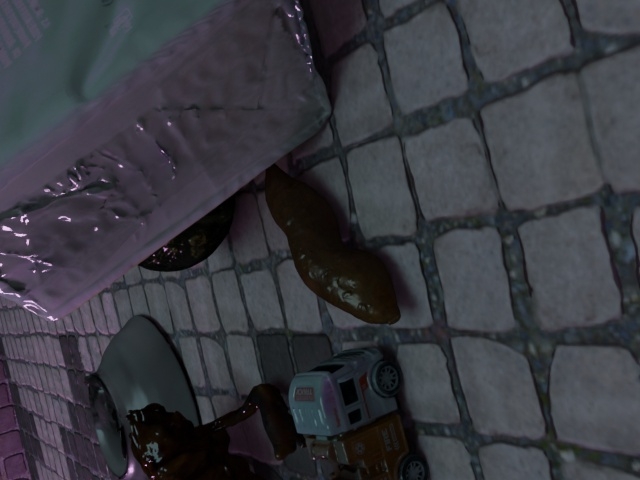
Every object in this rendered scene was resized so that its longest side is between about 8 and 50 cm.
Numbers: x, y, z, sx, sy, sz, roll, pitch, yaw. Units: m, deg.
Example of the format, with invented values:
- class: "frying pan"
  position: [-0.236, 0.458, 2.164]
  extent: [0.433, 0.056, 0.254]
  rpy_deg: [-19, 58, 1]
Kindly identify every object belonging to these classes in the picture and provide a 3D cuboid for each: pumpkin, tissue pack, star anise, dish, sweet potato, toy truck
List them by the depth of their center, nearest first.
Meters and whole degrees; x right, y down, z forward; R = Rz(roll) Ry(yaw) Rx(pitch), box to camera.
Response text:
- class: "toy truck"
  position: [0.023, 0.192, 0.605]
  extent: [0.080, 0.115, 0.178]
  rpy_deg: [-20, 83, 56]
- class: "sweet potato"
  position: [-0.002, 0.003, 0.624]
  extent: [0.065, 0.051, 0.218]
  rpy_deg: [-44, 57, 5]
- class: "tissue pack"
  position: [-0.234, -0.187, 0.648]
  extent: [0.405, 0.331, 0.205]
  rpy_deg: [53, 178, 32]
- class: "pumpkin"
  position: [-0.182, -0.056, 0.784]
  extent: [0.190, 0.146, 0.191]
  rpy_deg: [11, 111, 29]
- class: "star anise"
  position: [-0.123, 0.268, 0.827]
  extent: [0.237, 0.148, 0.346]
  rpy_deg: [49, 140, 0]
- class: "dish"
  position: [-0.302, 0.285, 1.112]
  extent: [0.316, 0.106, 0.317]
  rpy_deg: [25, 121, 50]
